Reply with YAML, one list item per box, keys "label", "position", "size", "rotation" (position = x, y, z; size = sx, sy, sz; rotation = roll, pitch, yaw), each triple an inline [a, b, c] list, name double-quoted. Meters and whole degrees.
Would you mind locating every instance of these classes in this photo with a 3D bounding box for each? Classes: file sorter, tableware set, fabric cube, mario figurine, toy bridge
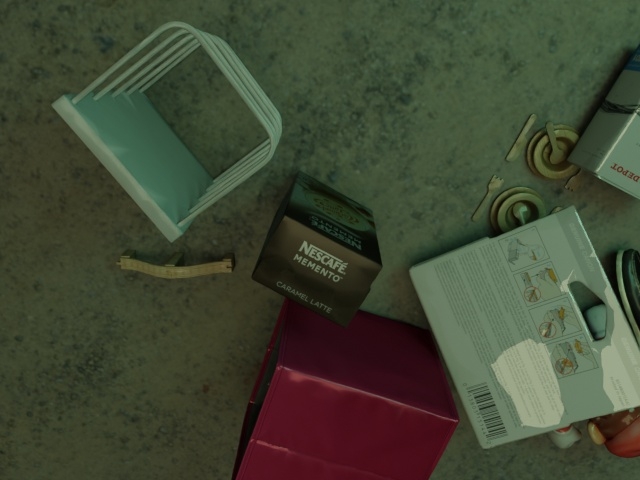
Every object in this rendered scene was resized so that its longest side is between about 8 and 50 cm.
- label: "file sorter"
  position: [-0.162, -0.157, 0.737]
  size: [0.173, 0.277, 0.192]
  rotation: [-35, 105, 8]
- label: "tableware set"
  position: [0.334, -0.084, 0.868]
  size: [0.128, 0.039, 0.194]
  rotation: [23, 109, -6]
- label: "fabric cube"
  position: [0.026, 0.266, 0.889]
  size: [0.258, 0.254, 0.259]
  rotation: [18, 108, -6]
- label: "mario figurine"
  position: [0.435, 0.227, 0.955]
  size: [0.320, 0.170, 0.198]
  rotation: [44, 141, -2]
- label: "toy bridge"
  position: [-0.236, 0.040, 0.916]
  size: [0.188, 0.063, 0.026]
  rotation: [2, 109, 1]

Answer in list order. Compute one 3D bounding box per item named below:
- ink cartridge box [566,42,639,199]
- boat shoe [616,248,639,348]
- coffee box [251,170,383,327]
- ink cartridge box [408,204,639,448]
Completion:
- label: "ink cartridge box"
  position: [0.470, -0.160, 0.801]
  size: [0.140, 0.082, 0.190]
  rotation: [22, 109, -18]
- label: "boat shoe"
  position: [0.528, 0.118, 0.884]
  size: [0.079, 0.084, 0.233]
  rotation: [-22, 86, 42]
- label: "coffee box"
  position: [0.000, 0.000, 0.798]
  size: [0.141, 0.246, 0.098]
  rotation: [27, 108, -8]
- label: "ink cartridge box"
  position: [0.308, 0.131, 0.849]
  size: [0.261, 0.066, 0.296]
  rotation: [-24, 83, 21]
